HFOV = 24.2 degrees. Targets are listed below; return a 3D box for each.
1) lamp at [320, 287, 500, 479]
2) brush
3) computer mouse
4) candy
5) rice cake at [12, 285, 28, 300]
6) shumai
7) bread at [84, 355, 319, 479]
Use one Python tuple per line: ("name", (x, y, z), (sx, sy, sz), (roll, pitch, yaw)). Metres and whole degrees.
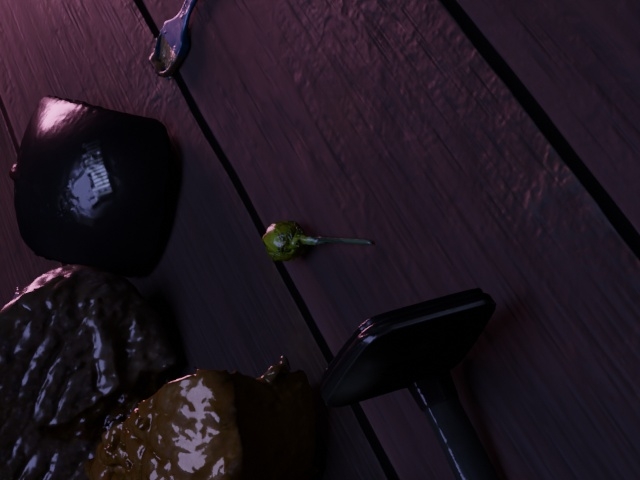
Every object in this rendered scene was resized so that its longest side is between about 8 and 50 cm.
("lamp", (0.074, 0.164, 0.956), (0.283, 0.203, 0.124), (57, 147, 38))
("brush", (-0.129, -0.236, 1.471), (0.051, 0.014, 0.164), (52, 124, 44))
("computer mouse", (-0.253, -0.059, 1.537), (0.269, 0.100, 0.170), (15, 94, 55))
("candy", (0.000, 0.000, 1.235), (0.123, 0.035, 0.035), (-1, 93, 46))
("rice cake", (-0.347, 0.175, 1.665), (0.055, 0.049, 0.269), (33, 110, 52))
("shumai", (-0.266, 0.202, 1.497), (0.283, 0.217, 0.346), (122, 162, -81))
("bread", (-0.091, 0.197, 1.236), (0.229, 0.143, 0.139), (-44, 60, 48))
